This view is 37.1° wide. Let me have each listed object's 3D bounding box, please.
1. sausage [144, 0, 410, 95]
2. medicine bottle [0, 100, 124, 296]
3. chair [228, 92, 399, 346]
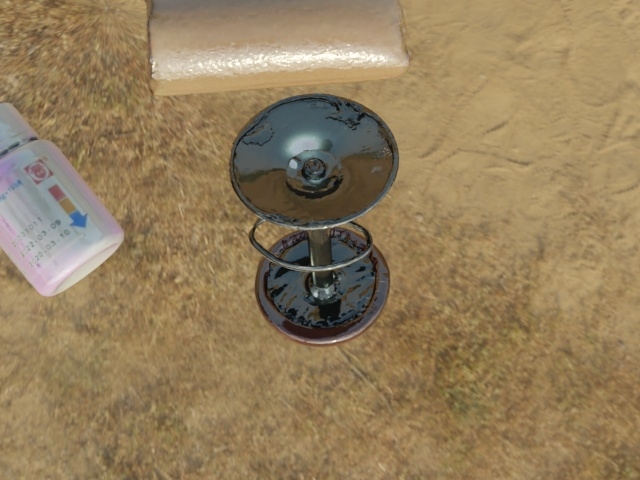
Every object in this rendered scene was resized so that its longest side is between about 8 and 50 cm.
[{"bbox_3d":[-0.046,-0.208,0.933,0.253,0.123,0.123,-4,104,-7],"label":"sausage"},{"bbox_3d":[-0.408,-0.058,1.343,0.152,0.152,0.254,-40,89,-1],"label":"medicine bottle"},{"bbox_3d":[0.000,0.000,1.390,0.226,0.226,0.401,-18,148,-8],"label":"chair"}]
